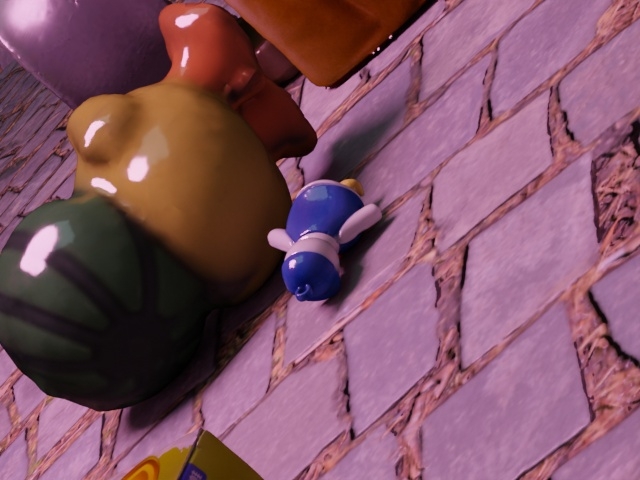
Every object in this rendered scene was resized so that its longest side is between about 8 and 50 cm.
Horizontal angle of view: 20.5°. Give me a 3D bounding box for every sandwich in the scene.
[{"bbox_3d":[0.019,-0.302,1.736,0.227,0.198,0.155,-40,18,24],"label":"sandwich"}]

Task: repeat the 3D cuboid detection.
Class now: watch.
[{"bbox_3d":[-0.236,-0.221,1.949,0.314,0.327,0.335,-46,17,3],"label":"watch"}]

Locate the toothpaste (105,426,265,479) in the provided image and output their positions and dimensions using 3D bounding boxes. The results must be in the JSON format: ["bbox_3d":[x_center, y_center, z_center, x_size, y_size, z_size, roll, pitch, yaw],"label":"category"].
[{"bbox_3d":[-0.168,0.240,1.206,0.327,0.077,0.110,-32,21,40],"label":"toothpaste"}]

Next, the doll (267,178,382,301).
[{"bbox_3d":[0.000,0.000,1.367,0.099,0.057,0.143,-16,31,23],"label":"doll"}]

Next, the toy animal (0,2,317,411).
[{"bbox_3d":[-0.130,-0.012,1.481,0.191,0.216,0.338,23,72,43],"label":"toy animal"}]
